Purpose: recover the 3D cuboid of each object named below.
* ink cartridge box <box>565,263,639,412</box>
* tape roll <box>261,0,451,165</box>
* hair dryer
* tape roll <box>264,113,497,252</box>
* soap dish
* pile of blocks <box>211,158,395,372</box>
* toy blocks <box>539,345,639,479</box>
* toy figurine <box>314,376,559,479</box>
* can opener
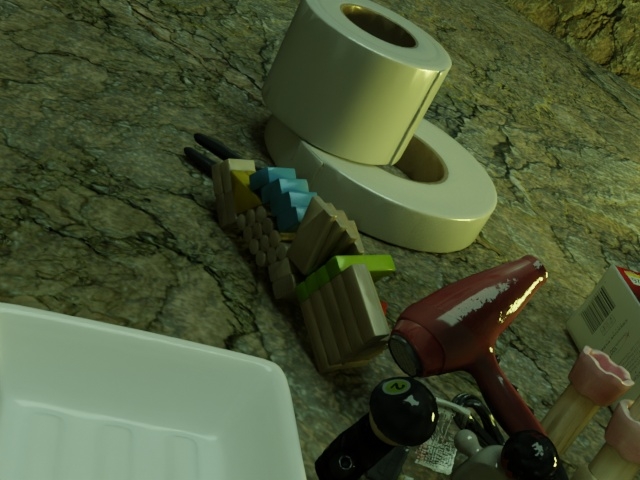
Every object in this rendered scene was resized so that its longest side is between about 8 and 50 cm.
[{"bbox_3d":[0.543,0.196,1.232,0.309,0.130,0.272,14,34,-22],"label":"ink cartridge box"},{"bbox_3d":[0.053,-0.251,1.344,0.246,0.169,0.246,21,29,-12],"label":"tape roll"},{"bbox_3d":[0.169,0.146,0.925,0.224,0.293,0.080,23,-16,-16],"label":"hair dryer"},{"bbox_3d":[0.098,-0.126,1.429,0.392,0.072,0.392,21,30,-13],"label":"tape roll"},{"bbox_3d":[-0.155,0.176,0.680,0.291,0.118,0.229,16,31,-22],"label":"soap dish"},{"bbox_3d":[0.000,0.000,1.062,0.113,0.149,0.362,-1,39,-40],"label":"pile of blocks"},{"bbox_3d":[0.426,0.223,0.891,0.289,0.260,0.309,28,18,-12],"label":"toy blocks"},{"bbox_3d":[0.103,0.236,0.728,0.210,0.148,0.213,20,46,-16],"label":"toy figurine"},{"bbox_3d":[-0.106,-0.088,1.224,0.186,0.073,0.059,27,68,4],"label":"can opener"}]
